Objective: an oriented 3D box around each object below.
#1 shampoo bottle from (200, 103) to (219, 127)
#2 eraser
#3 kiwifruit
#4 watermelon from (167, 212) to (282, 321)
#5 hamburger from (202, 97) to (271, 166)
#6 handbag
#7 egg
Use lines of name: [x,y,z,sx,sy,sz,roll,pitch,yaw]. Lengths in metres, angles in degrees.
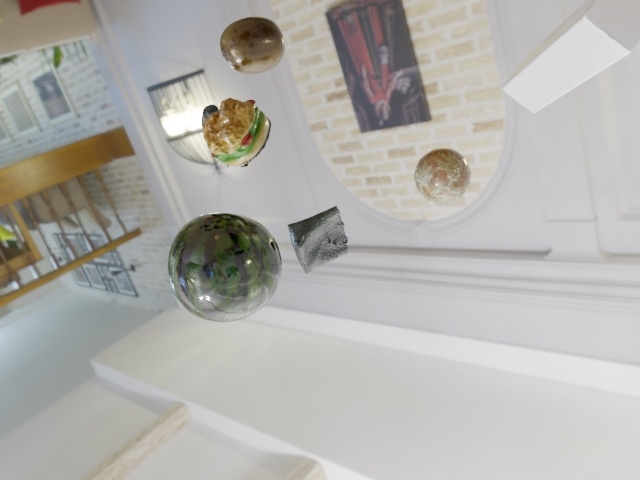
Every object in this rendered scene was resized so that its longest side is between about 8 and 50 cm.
shampoo bottle: [-0.411,-0.462,2.034,0.072,0.072,0.214,-23,-175,-14]
eraser: [0.370,-0.276,0.807,0.078,0.076,0.298,-52,180,-1]
kiwifruit: [-0.246,-0.692,1.933,0.233,0.196,0.196,-21,-162,-29]
watermelon: [-0.237,0.064,1.357,0.284,0.286,0.285,-16,-161,6]
hamburger: [-0.289,-0.370,1.792,0.237,0.148,0.237,-20,-126,30]
handbag: [0.000,0.000,1.681,0.175,0.270,0.089,-23,-121,-5]
egg: [0.416,-0.221,1.850,0.194,0.195,0.233,-19,168,-2]
